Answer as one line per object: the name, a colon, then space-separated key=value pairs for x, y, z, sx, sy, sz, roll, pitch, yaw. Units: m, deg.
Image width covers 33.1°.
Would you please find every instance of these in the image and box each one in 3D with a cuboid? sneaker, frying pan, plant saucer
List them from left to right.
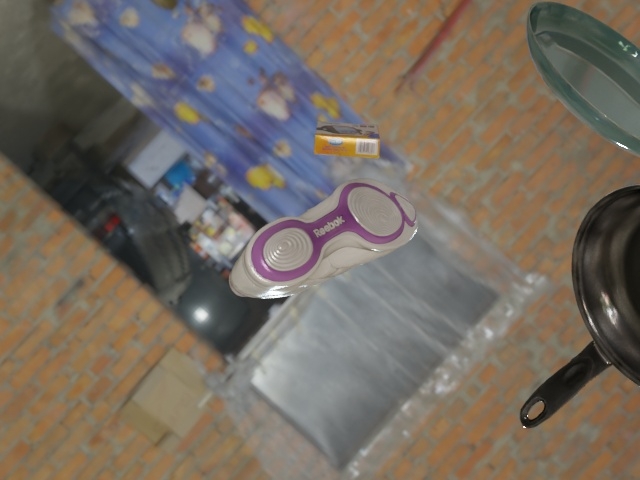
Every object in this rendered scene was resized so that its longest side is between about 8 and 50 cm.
sneaker: x=0.000 y=0.000 z=1.527 sx=0.305 sy=0.114 sz=0.152 roll=-19 pitch=169 yaw=-32
plant saucer: x=0.409 y=-0.217 z=1.518 sx=0.044 sy=0.317 sz=0.317 roll=-52 pitch=-179 yaw=34
frying pan: x=0.296 y=0.096 z=0.972 sx=0.053 sy=0.197 sz=0.326 roll=-19 pitch=132 yaw=-33

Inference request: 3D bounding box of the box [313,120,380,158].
box: x=0.034 y=-0.131 z=1.374 sx=0.136 sy=0.081 sz=0.028 roll=-87 pitch=-179 yaw=-74
